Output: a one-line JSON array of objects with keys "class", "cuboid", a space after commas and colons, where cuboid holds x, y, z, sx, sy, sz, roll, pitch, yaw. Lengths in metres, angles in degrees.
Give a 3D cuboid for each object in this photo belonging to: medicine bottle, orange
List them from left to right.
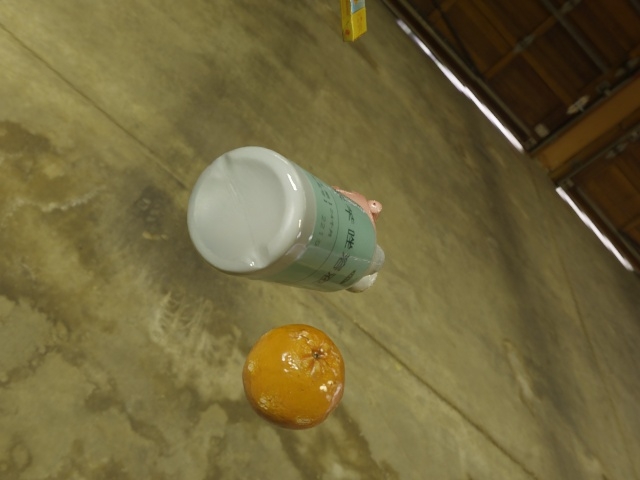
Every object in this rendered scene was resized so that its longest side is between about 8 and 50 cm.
[{"class": "orange", "cuboid": [-0.019, 0.106, 0.466, 0.083, 0.070, 0.083, 25, 47, -30]}, {"class": "medicine bottle", "cuboid": [0.000, 0.000, 0.639, 0.110, 0.110, 0.352, 60, 14, 19]}]

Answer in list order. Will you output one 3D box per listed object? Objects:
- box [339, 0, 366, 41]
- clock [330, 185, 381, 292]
[{"class": "box", "cuboid": [0.048, -0.398, 0.935, 0.087, 0.023, 0.155, -62, 149, -58]}, {"class": "clock", "cuboid": [0.019, -0.002, 0.965, 0.166, 0.093, 0.162, 15, 59, -5]}]
